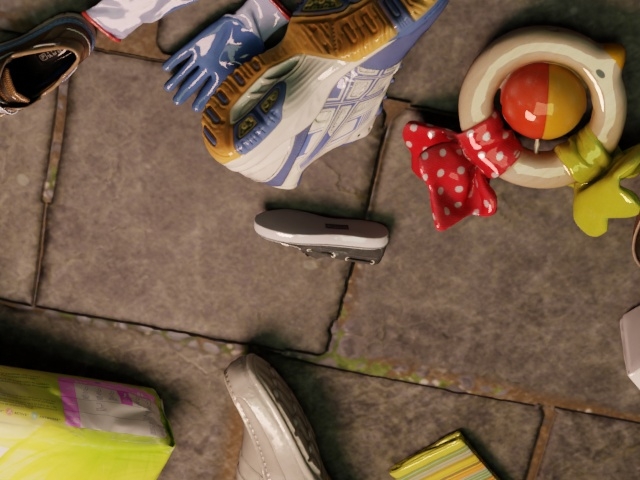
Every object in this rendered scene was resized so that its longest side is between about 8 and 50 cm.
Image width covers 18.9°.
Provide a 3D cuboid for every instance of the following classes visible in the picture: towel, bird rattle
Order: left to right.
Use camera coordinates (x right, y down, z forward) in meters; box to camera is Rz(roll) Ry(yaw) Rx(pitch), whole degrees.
[{"bbox_3d":[0.186,0.317,2.200,0.102,0.021,0.237,-29,117,26],"label":"towel"},{"bbox_3d":[0.209,-0.113,1.896,0.253,0.143,0.207,10,111,13],"label":"bird rattle"}]

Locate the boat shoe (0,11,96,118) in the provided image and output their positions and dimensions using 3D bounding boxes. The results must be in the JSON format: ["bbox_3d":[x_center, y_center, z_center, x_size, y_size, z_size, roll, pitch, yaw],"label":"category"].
[{"bbox_3d":[-0.305,-0.161,1.905,0.183,0.066,0.066,-33,114,22],"label":"boat shoe"}]

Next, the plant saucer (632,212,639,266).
[{"bbox_3d":[0.389,-0.045,1.906,0.198,0.036,0.198,-19,144,-15],"label":"plant saucer"}]

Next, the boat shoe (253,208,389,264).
[{"bbox_3d":[0.000,0.000,1.997,0.142,0.049,0.040,7,123,-3],"label":"boat shoe"}]

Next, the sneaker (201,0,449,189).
[{"bbox_3d":[0.023,-0.168,1.873,0.296,0.112,0.131,-38,140,17],"label":"sneaker"}]

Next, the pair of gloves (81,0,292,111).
[{"bbox_3d":[-0.125,-0.218,1.884,0.159,0.023,0.198,-39,115,23],"label":"pair of gloves"}]

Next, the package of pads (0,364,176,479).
[{"bbox_3d":[-0.329,0.245,2.092,0.296,0.101,0.229,11,126,-28],"label":"package of pads"}]

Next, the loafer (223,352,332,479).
[{"bbox_3d":[-0.048,0.264,2.128,0.111,0.112,0.319,-19,120,6],"label":"loafer"}]

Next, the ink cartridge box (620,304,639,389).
[{"bbox_3d":[0.477,0.153,2.017,0.201,0.117,0.278,-33,115,22],"label":"ink cartridge box"}]
